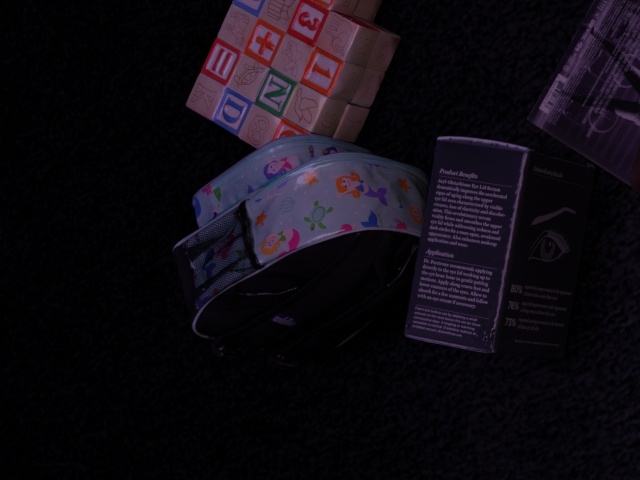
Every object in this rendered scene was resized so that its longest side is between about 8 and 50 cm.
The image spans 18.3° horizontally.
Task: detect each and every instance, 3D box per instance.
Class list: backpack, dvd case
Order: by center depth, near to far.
[{"bbox_3d":[0.331,-0.138,1.975,0.221,0.018,0.164,36,104,31],"label":"dvd case"},{"bbox_3d":[0.000,0.000,2.051,0.253,0.225,0.191,-29,60,38],"label":"backpack"}]

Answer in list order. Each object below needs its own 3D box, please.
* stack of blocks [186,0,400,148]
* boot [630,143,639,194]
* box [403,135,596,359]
[{"bbox_3d":[-0.005,-0.240,2.167,0.171,0.087,0.297,31,102,32],"label":"stack of blocks"},{"bbox_3d":[0.361,-0.013,1.875,0.207,0.090,0.248,39,117,58],"label":"boot"},{"bbox_3d":[0.181,0.009,1.979,0.108,0.153,0.207,9,89,35],"label":"box"}]
